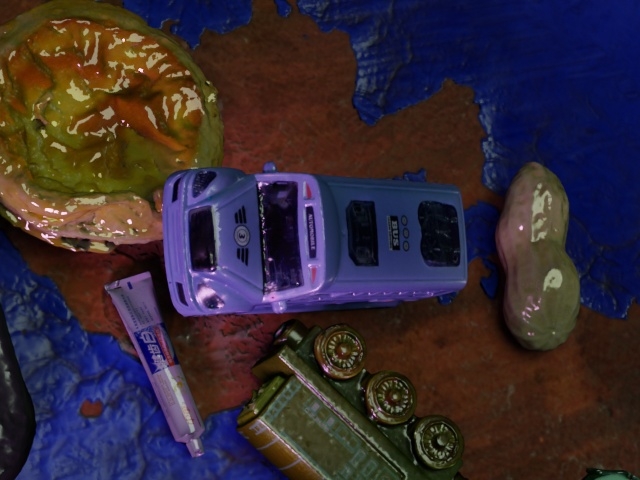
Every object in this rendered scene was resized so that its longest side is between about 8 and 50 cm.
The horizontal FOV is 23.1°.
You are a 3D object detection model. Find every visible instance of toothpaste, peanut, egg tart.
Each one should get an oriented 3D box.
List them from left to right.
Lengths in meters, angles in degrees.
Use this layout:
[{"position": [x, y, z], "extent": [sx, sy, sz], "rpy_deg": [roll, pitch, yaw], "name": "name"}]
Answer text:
[{"position": [-0.203, -0.093, 1.359], "extent": [0.241, 0.106, 0.241], "rpy_deg": [9, 65, -20], "name": "egg tart"}, {"position": [-0.138, 0.108, 1.357], "extent": [0.045, 0.028, 0.170], "rpy_deg": [-19, 78, -23], "name": "toothpaste"}, {"position": [0.211, 0.015, 1.525], "extent": [0.082, 0.082, 0.187], "rpy_deg": [4, 70, -24], "name": "peanut"}]

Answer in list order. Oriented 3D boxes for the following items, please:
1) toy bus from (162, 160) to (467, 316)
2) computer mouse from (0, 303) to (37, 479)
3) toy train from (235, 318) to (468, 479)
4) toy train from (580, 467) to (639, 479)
[{"position": [0.000, 0.000, 1.350], "extent": [0.292, 0.133, 0.125], "rpy_deg": [1, 83, -50], "name": "toy bus"}, {"position": [-0.337, 0.071, 1.227], "extent": [0.183, 0.116, 0.323], "rpy_deg": [-16, 86, -32], "name": "computer mouse"}, {"position": [0.025, 0.176, 1.374], "extent": [0.225, 0.090, 0.137], "rpy_deg": [43, 63, -5], "name": "toy train"}, {"position": [0.314, 0.356, 1.401], "extent": [0.442, 0.179, 0.272], "rpy_deg": [9, 74, -23], "name": "toy train"}]
